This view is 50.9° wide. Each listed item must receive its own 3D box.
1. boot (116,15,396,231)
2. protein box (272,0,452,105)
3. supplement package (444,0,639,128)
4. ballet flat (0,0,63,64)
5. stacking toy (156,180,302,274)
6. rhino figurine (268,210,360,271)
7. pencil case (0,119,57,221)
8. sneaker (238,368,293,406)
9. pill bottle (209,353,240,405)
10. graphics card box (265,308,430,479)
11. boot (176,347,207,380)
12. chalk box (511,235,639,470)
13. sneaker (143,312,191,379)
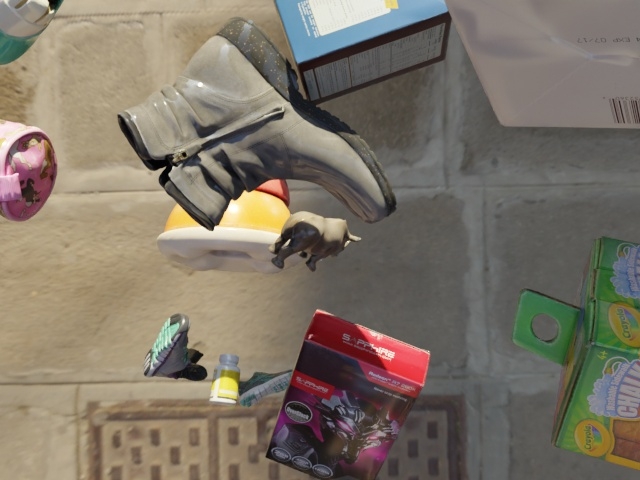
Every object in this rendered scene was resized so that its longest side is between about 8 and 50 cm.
[{"bbox_3d":[-0.076,-0.089,0.858,0.338,0.118,0.223,44,74,-14],"label":"boot"},{"bbox_3d":[0.043,-0.319,0.882,0.201,0.136,0.200,-19,78,1],"label":"protein box"},{"bbox_3d":[0.207,-0.190,0.402,0.194,0.149,0.203,9,69,34],"label":"supplement package"},{"bbox_3d":[-0.313,-0.298,0.748,0.247,0.083,0.087,-54,44,10],"label":"ballet flat"},{"bbox_3d":[-0.201,-0.172,1.632,0.350,0.350,0.480,2,78,0],"label":"stacking toy"},{"bbox_3d":[0.000,0.000,1.250,0.073,0.243,0.106,46,109,25],"label":"rhino figurine"},{"bbox_3d":[-0.624,-0.144,1.082,0.386,0.160,0.167,13,59,6],"label":"pencil case"},{"bbox_3d":[-0.148,0.373,1.787,0.166,0.065,0.076,-22,49,-12],"label":"sneaker"},{"bbox_3d":[-0.227,0.335,1.618,0.065,0.065,0.116,6,69,0],"label":"pill bottle"},{"bbox_3d":[0.043,0.328,1.316,0.232,0.094,0.371,21,127,3],"label":"graphics card box"},{"bbox_3d":[-0.338,0.325,1.770,0.121,0.099,0.045,-1,111,17],"label":"boot"},{"bbox_3d":[0.262,0.094,0.536,0.213,0.132,0.132,11,132,17],"label":"chalk box"},{"bbox_3d":[-0.336,0.252,1.590,0.098,0.083,0.224,19,131,-26],"label":"sneaker"}]
